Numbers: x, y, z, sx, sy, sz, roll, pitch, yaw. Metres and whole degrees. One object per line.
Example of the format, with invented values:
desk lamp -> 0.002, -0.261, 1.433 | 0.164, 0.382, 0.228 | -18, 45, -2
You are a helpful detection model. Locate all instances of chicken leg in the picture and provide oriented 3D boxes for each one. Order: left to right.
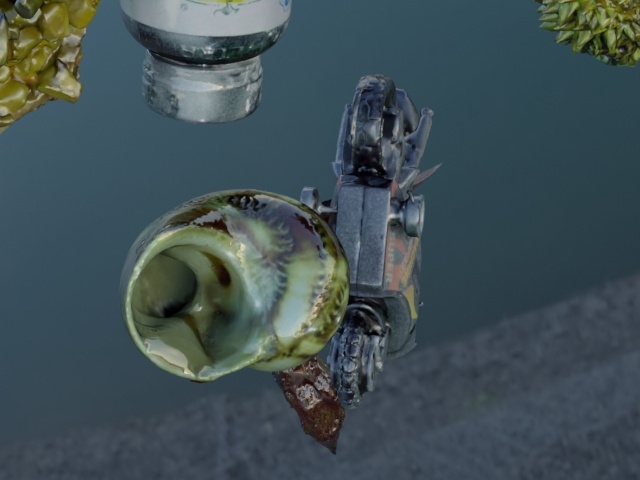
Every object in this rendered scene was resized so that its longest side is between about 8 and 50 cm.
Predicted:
chicken leg -> -0.032, 0.127, 1.924 | 0.063, 0.234, 0.105 | -32, 3, -4

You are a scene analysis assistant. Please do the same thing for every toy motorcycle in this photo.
toy motorcycle -> 0.046, 0.002, 1.682 | 0.108, 0.173, 0.307 | 5, 87, 11

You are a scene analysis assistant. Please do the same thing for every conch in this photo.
conch -> -0.069, 0.044, 1.469 | 0.187, 0.181, 0.124 | -54, 12, -19

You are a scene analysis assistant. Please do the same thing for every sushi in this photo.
sushi -> -0.244, -0.175, 1.421 | 0.179, 0.167, 0.296 | 39, 89, 32

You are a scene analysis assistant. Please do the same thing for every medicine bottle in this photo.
medicine bottle -> -0.089, -0.244, 1.468 | 0.141, 0.293, 0.141 | 4, 28, -2

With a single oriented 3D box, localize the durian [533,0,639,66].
durian -> 0.293, -0.255, 1.584 | 0.291, 0.224, 0.291 | 20, 16, -6

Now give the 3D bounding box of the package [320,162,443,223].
package -> 0.000, 0.000, 1.790 | 0.194, 0.071, 0.269 | -29, -10, 31
